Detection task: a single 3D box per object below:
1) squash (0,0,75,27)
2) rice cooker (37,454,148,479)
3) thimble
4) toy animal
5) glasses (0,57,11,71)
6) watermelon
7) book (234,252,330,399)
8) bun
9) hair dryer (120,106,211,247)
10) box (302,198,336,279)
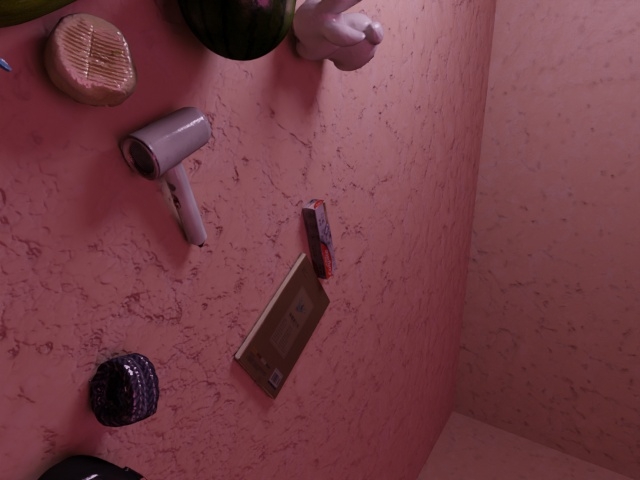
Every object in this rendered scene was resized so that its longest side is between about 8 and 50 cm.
[{"bbox_3d":[-0.287,-0.348,0.506,0.395,0.107,0.107,-52,140,-28],"label":"squash"},{"bbox_3d":[-0.341,0.405,0.651,0.142,0.118,0.203,-59,142,-30],"label":"rice cooker"},{"bbox_3d":[-0.306,0.235,0.683,0.066,0.095,0.105,14,52,-68],"label":"thimble"},{"bbox_3d":[0.043,-0.448,0.937,0.193,0.178,0.128,-1,98,-60],"label":"toy animal"},{"bbox_3d":[-0.417,-0.180,0.362,0.190,0.088,0.220,-48,158,0],"label":"glasses"},{"bbox_3d":[-0.127,-0.394,0.670,0.188,0.187,0.215,-40,147,-45],"label":"watermelon"},{"bbox_3d":[-0.081,0.215,1.099,0.311,0.021,0.217,-58,142,-30],"label":"book"},{"bbox_3d":[-0.298,-0.229,0.566,0.115,0.069,0.115,7,80,-43],"label":"bun"},{"bbox_3d":[-0.224,-0.090,0.732,0.131,0.073,0.237,-48,140,-41],"label":"hair dryer"},{"bbox_3d":[0.000,0.000,1.141,0.055,0.039,0.218,-44,134,-45],"label":"box"}]
